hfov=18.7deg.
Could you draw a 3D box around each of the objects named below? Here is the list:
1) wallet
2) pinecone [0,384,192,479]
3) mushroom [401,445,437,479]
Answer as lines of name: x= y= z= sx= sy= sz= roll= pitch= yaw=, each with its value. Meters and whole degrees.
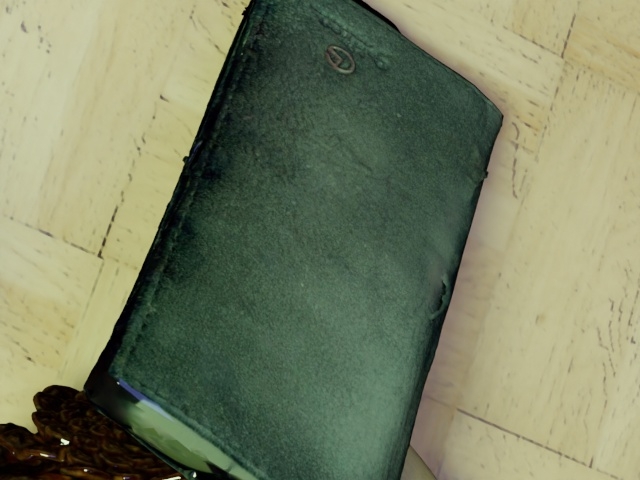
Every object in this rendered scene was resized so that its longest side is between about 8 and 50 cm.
wallet: x=0.000 y=0.000 z=1.091 sx=0.191 sy=0.046 sz=0.379 roll=36 pitch=43 yaw=-17
pinecone: x=-0.118 y=0.171 z=1.046 sx=0.163 sy=0.163 sz=0.165 roll=9 pitch=104 yaw=-23
mushroom: x=0.045 y=0.217 z=1.147 sx=0.123 sy=0.095 sz=0.351 roll=-34 pitch=96 yaw=-7
